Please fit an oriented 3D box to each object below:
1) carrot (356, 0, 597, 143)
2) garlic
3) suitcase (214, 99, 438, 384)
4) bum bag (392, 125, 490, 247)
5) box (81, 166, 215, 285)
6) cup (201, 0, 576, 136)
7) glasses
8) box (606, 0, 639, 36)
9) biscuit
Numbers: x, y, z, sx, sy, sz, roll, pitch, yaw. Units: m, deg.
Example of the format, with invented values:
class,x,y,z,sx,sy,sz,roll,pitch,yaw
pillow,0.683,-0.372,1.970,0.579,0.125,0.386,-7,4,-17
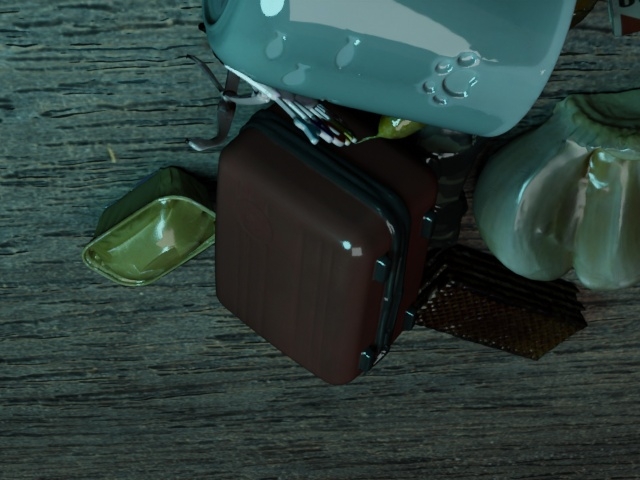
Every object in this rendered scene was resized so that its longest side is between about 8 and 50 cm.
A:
class,x,y,z,sx,sy,sz,roll,pitch,yaw
carrot,0.156,-0.182,1.331,0.298,0.078,0.078,-39,134,13
garlic,0.320,-0.041,1.556,0.279,0.132,0.325,1,137,4
suitcase,0.000,0.000,1.471,0.236,0.161,0.297,35,148,21
bum bag,0.121,-0.089,1.491,0.144,0.095,0.340,17,139,-2
box,-0.197,-0.009,1.542,0.177,0.111,0.111,-32,135,30
cup,0.033,-0.238,1.196,0.274,0.259,0.356,10,171,-18
glasses,-0.052,-0.135,1.299,0.162,0.255,0.095,20,110,-18
box,0.380,-0.273,1.333,0.177,0.036,0.115,-13,143,8
biscuit,0.234,0.085,1.748,0.252,0.070,0.106,18,138,-29
